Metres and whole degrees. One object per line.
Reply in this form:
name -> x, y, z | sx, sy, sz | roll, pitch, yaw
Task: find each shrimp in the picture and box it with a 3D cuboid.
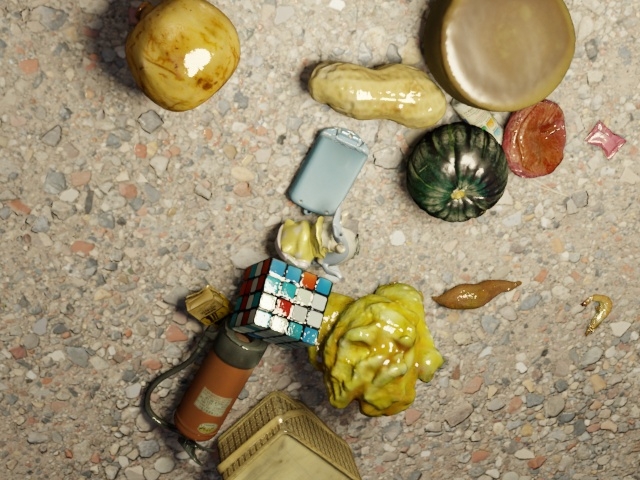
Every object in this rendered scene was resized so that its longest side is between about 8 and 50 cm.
shrimp -> 0.676, 0.183, 2.075 | 0.083, 0.023, 0.114 | 26, 102, -18

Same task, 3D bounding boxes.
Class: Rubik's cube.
Rubik's cube -> -0.086, 0.140, 1.802 | 0.154, 0.155, 0.151 | 22, 71, -20

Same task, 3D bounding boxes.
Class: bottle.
bottle -> 0.365, -0.233, 1.798 | 0.060, 0.060, 0.217 | -40, 114, 9

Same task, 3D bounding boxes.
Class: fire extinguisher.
fire extinguisher -> -0.275, 0.339, 1.927 | 0.200, 0.113, 0.376 | 36, 113, 18

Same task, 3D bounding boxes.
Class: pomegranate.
pomegranate -> -0.264, -0.353, 1.551 | 0.215, 0.215, 0.215 | -4, 116, -9

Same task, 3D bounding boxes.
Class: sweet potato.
sweet potato -> 0.378, 0.128, 1.969 | 0.226, 0.068, 0.068 | -11, 116, -7

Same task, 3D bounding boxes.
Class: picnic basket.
picnic basket -> -0.079, 0.534, 2.014 | 0.228, 0.175, 0.313 | -43, 119, 9

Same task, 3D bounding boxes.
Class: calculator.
calculator -> 0.017, -0.143, 1.784 | 0.121, 0.039, 0.210 | 22, 109, -18

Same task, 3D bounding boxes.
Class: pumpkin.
pumpkin -> 0.289, -0.142, 1.760 | 0.221, 0.161, 0.220 | 3, 135, 3

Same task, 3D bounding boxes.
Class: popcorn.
popcorn -> 0.093, 0.240, 1.853 | 0.325, 0.290, 0.321 | 46, 106, 4

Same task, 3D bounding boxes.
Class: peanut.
peanut -> 0.117, -0.299, 1.683 | 0.290, 0.130, 0.130 | 5, 114, -14

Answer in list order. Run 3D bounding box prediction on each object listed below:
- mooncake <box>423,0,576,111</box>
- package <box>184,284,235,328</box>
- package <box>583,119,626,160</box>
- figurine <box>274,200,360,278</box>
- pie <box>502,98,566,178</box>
mooncake -> 0.348, -0.394, 1.649 | 0.285, 0.155, 0.284 | -2, 100, -13
package -> -0.242, 0.154, 1.868 | 0.071, 0.047, 0.131 | -33, 142, 9
package -> 0.640, -0.225, 1.873 | 0.083, 0.029, 0.059 | 34, 101, -14
figurine -> 0.000, 0.000, 1.790 | 0.184, 0.128, 0.208 | 11, 149, -15
pie -> 0.466, -0.220, 1.805 | 0.182, 0.050, 0.182 | -8, 105, -32
